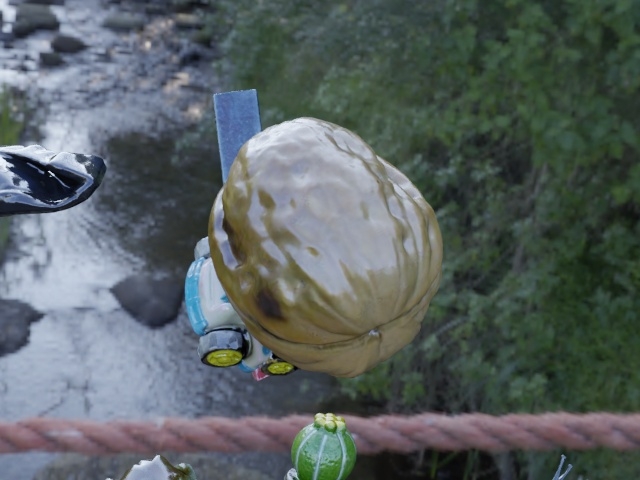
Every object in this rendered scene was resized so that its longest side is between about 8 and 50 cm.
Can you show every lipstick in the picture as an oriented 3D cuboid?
[{"bbox_3d":[-0.073,-0.005,1.173,0.051,0.312,0.051,-7,-10,-5],"label":"lipstick"}]

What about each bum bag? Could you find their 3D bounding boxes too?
[{"bbox_3d":[-0.332,-0.033,0.906,0.310,0.074,0.137,-11,24,-22],"label":"bum bag"}]

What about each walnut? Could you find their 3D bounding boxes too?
[{"bbox_3d":[0.000,0.000,0.757,0.155,0.155,0.184,-9,50,-36],"label":"walnut"}]

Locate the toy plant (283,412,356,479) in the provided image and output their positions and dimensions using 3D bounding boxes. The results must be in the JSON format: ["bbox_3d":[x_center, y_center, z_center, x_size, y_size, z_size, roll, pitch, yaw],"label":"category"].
[{"bbox_3d":[-0.002,0.311,1.463,0.092,0.162,0.093,10,13,-2],"label":"toy plant"}]

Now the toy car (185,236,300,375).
[{"bbox_3d":[-0.046,0.062,1.044,0.161,0.098,0.126,24,50,-38],"label":"toy car"}]

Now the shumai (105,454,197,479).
[{"bbox_3d":[-0.208,0.384,1.372,0.309,0.263,0.304,-23,22,-10],"label":"shumai"}]

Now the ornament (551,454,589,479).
[{"bbox_3d":[0.317,0.362,1.493,0.125,0.028,0.073,-42,73,-13],"label":"ornament"}]
